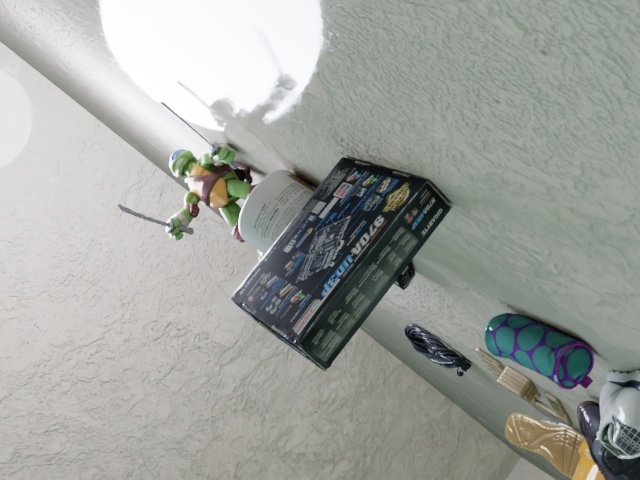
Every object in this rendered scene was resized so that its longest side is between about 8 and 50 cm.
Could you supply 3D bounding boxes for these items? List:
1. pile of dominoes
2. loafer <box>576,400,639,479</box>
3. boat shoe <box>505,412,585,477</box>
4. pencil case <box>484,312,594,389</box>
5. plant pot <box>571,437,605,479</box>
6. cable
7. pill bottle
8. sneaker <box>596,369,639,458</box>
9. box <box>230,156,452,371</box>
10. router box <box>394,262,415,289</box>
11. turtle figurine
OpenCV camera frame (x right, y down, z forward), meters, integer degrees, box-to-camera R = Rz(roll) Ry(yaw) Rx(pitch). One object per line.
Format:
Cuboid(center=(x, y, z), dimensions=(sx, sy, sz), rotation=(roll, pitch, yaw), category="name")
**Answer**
Cuboid(center=(0.416, 0.319, 1.727), dimensions=(0.196, 0.040, 0.251), rotation=(32, 171, 33), category="pile of dominoes")
Cuboid(center=(0.509, 0.360, 1.387), dimensions=(0.302, 0.109, 0.095), rotation=(50, -175, -41), category="loafer")
Cuboid(center=(0.543, 0.454, 1.845), dimensions=(0.096, 0.098, 0.277), rotation=(13, -175, -36), category="boat shoe")
Cuboid(center=(0.285, 0.143, 1.091), dimensions=(0.070, 0.064, 0.152), rotation=(57, 165, -24), category="pencil case")
Cuboid(center=(0.556, 0.492, 1.576), dimensions=(0.205, 0.188, 0.205), rotation=(36, 173, 5), category="plant pot")
Cuboid(center=(0.280, 0.268, 2.028), dimensions=(0.184, 0.047, 0.150), rotation=(36, 173, 11), category="cable")
Cuboid(center=(0.000, 0.000, 1.256), dimensions=(0.229, 0.131, 0.131), rotation=(33, 173, 22), category="pill bottle")
Cuboid(center=(0.381, 0.223, 1.038), dimensions=(0.090, 0.095, 0.235), rotation=(32, 174, 19), category="sneaker")
Cuboid(center=(0.016, 0.016, 0.912), dimensions=(0.051, 0.220, 0.175), rotation=(43, 170, -31), category="box")
Cuboid(center=(0.093, 0.025, 1.352), dimensions=(0.122, 0.038, 0.092), rotation=(34, 173, 19), category="router box")
Cuboid(center=(-0.195, -0.071, 1.487), dimensions=(0.266, 0.198, 0.274), rotation=(31, 176, 9), category="turtle figurine")
